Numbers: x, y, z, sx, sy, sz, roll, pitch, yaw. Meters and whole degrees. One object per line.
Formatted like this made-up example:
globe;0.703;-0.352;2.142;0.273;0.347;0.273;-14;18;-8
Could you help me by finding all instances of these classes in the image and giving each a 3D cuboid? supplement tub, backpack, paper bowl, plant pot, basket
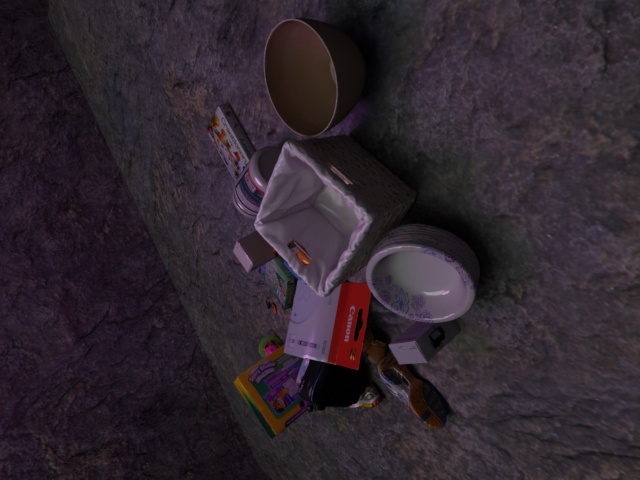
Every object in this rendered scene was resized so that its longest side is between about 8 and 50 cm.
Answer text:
supplement tub;-0.207;-0.207;1.580;0.191;0.191;0.272;59;147;3
backpack;0.050;0.547;1.719;0.264;0.276;0.213;28;170;-31
paper bowl;0.275;0.075;1.138;0.285;0.148;0.284;16;137;16
plant pot;0.012;-0.437;1.125;0.284;0.191;0.284;33;137;37
basket;0.036;-0.081;1.226;0.328;0.267;0.331;45;130;20

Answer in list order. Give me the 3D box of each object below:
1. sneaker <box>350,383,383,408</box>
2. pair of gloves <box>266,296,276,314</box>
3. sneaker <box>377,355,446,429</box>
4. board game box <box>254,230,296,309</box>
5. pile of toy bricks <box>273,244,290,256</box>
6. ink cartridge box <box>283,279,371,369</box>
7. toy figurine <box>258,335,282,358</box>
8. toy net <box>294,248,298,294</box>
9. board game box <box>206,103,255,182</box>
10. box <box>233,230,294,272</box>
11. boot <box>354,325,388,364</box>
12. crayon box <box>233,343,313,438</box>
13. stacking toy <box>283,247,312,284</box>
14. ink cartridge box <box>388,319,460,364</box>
sneaker;0.172;0.653;1.817;0.225;0.088;0.092;-31;80;49
pair of gloves;-0.255;0.339;2.203;0.083;0.010;0.074;30;136;39
sneaker;0.326;0.541;1.526;0.296;0.112;0.131;47;161;23
board game box;-0.213;0.129;1.913;0.317;0.046;0.213;50;145;35
pile of toy bricks;-0.117;-0.050;1.542;0.105;0.212;0.118;44;175;24
ink cartridge box;0.017;0.294;1.586;0.385;0.091;0.307;-9;66;56
toy figurine;-0.236;0.589;2.219;0.173;0.130;0.159;41;172;-7
toy net;-0.084;0.146;1.806;0.122;0.045;0.232;32;137;37
board game box;-0.359;-0.384;1.775;0.305;0.053;0.193;60;146;1
box;-0.187;0.005;1.630;0.113;0.275;0.094;55;148;11
boot;0.168;0.371;1.618;0.197;0.073;0.152;30;138;21
crayon box;-0.170;0.685;2.023;0.313;0.363;0.106;50;144;16
stacking toy;0.000;0.000;1.525;0.166;0.175;0.301;41;128;36
ink cartridge box;0.310;0.293;1.276;0.072;0.175;0.127;61;147;1
